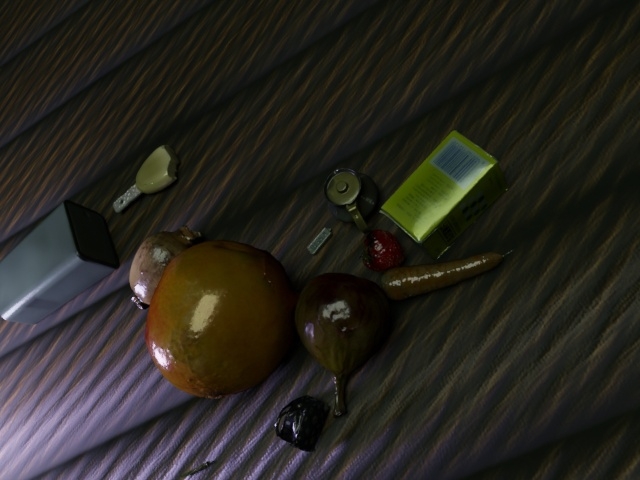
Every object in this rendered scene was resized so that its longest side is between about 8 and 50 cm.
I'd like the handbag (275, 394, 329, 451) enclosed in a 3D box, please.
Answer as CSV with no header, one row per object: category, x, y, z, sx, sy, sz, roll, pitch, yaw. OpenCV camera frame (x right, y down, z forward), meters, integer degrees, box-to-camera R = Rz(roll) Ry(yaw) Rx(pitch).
handbag,-0.058,0.398,1.212,0.072,0.139,0.115,17,81,36

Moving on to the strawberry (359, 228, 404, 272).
strawberry,0.146,0.024,1.277,0.106,0.106,0.106,-8,70,22

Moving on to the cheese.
cheese,-0.532,-0.172,1.672,0.255,0.050,0.127,-40,63,9

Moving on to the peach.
peach,-0.223,0.174,1.277,0.373,0.290,0.372,-7,69,19

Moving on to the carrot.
carrot,0.278,0.070,1.214,0.298,0.078,0.078,-16,67,15

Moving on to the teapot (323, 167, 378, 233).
teapot,0.077,-0.096,1.329,0.130,0.119,0.165,-28,64,14

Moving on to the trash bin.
trash bin,-0.806,0.072,1.650,0.343,0.158,0.222,-34,62,11

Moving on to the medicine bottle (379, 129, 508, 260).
medicine bottle,0.276,-0.097,1.230,0.250,0.137,0.141,-46,62,4

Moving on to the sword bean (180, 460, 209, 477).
sword bean,-0.305,0.559,1.342,0.083,0.012,0.012,-30,63,11

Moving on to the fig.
fig,0.037,0.237,1.217,0.217,0.217,0.320,11,100,27

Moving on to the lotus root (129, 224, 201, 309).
lotus root,-0.430,0.070,1.493,0.154,0.140,0.256,35,95,36

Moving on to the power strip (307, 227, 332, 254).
power strip,0.000,0.000,1.391,0.027,0.017,0.083,41,93,28
